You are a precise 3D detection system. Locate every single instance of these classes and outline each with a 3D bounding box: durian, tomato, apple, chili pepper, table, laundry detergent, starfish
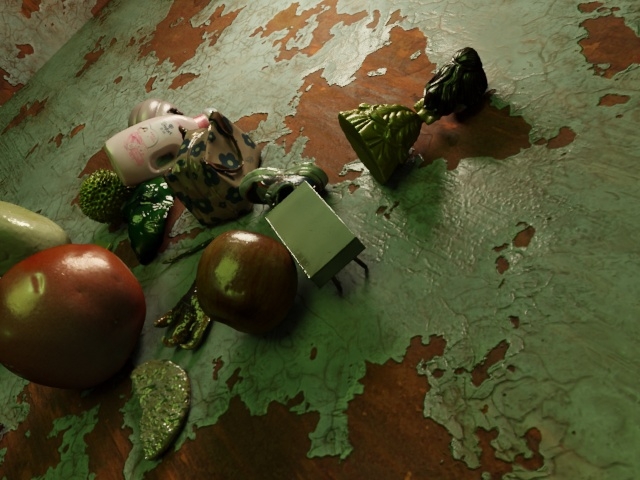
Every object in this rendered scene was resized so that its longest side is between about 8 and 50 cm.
[{"bbox_3d":[-0.604,-0.128,1.847,0.146,0.159,0.198,27,42,34],"label":"durian"},{"bbox_3d":[-0.568,0.172,1.444,0.273,0.341,0.341,19,68,30],"label":"tomato"},{"bbox_3d":[-0.151,0.085,1.276,0.211,0.211,0.187,5,62,40],"label":"apple"},{"bbox_3d":[-0.470,-0.082,1.721,0.148,0.116,0.264,-45,30,36],"label":"chili pepper"},{"bbox_3d":[0.000,0.000,1.306,0.121,0.111,0.240,-41,42,2],"label":"table"},{"bbox_3d":[-0.436,-0.283,1.811,0.335,0.159,0.088,-29,9,-20],"label":"laundry detergent"},{"bbox_3d":[-0.278,0.138,1.444,0.216,0.071,0.238,-8,62,26],"label":"starfish"}]

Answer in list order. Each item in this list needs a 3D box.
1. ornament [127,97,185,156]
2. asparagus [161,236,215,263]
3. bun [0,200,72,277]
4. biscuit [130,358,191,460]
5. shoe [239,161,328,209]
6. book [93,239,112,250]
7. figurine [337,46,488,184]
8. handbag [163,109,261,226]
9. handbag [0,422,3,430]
[{"bbox_3d":[-0.497,-0.336,1.921,0.178,0.177,0.177,-21,46,23],"label":"ornament"},{"bbox_3d":[-0.336,0.031,1.611,0.163,0.016,0.016,-25,71,19],"label":"asparagus"},{"bbox_3d":[-0.908,0.007,1.829,0.361,0.361,0.213,21,89,45],"label":"bun"},{"bbox_3d":[-0.335,0.333,1.345,0.133,0.032,0.250,-36,41,6],"label":"biscuit"},{"bbox_3d":[-0.094,-0.102,1.470,0.228,0.099,0.125,-9,48,27],"label":"shoe"},{"bbox_3d":[-0.656,0.051,1.836,0.077,0.014,0.111,12,65,41],"label":"book"},{"bbox_3d":[0.219,-0.278,1.368,0.315,0.168,0.187,-32,31,-2],"label":"figurine"},{"bbox_3d":[-0.277,-0.190,1.614,0.190,0.193,0.251,-15,49,22],"label":"handbag"},{"bbox_3d":[-0.908,0.537,1.582,0.203,0.074,0.216,-6,51,33],"label":"handbag"}]
